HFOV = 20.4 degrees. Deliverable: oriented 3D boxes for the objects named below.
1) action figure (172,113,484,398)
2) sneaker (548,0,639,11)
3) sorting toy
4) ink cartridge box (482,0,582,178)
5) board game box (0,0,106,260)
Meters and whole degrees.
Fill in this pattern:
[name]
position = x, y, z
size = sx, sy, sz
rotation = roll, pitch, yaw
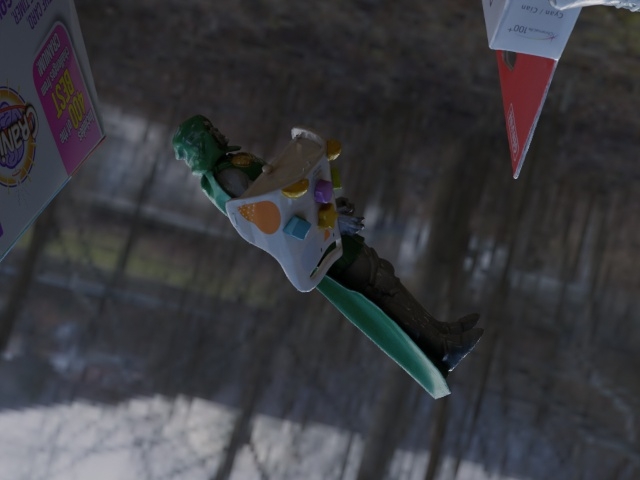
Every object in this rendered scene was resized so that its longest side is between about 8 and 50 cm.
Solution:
[action figure]
position = 0.000, 0.000, 1.137
size = 0.232, 0.063, 0.137
rotation = 37, -174, -5
[sneaker]
position = 0.235, -0.181, 1.246
size = 0.152, 0.061, 0.054
rotation = -16, -174, -4
[sorting toy]
position = -0.008, -0.013, 1.019
size = 0.045, 0.075, 0.083
rotation = 3, -144, 31
[ink cartridge box]
position = 0.158, -0.244, 1.469
size = 0.066, 0.261, 0.296
rotation = 9, -139, -9
[board game box]
position = -0.216, -0.158, 0.977
size = 0.064, 0.316, 0.242
rotation = -6, -158, 14
